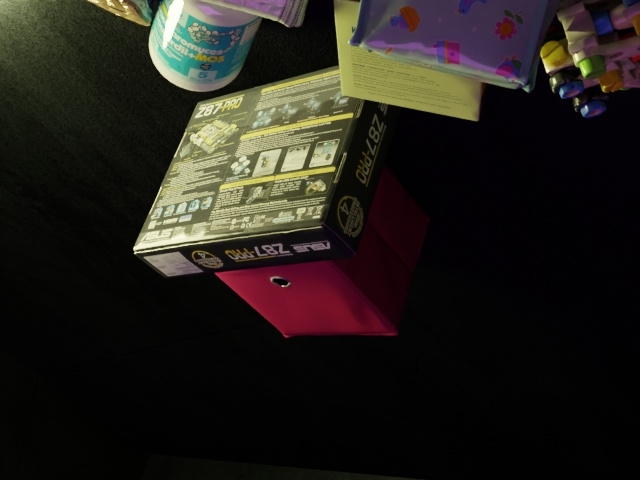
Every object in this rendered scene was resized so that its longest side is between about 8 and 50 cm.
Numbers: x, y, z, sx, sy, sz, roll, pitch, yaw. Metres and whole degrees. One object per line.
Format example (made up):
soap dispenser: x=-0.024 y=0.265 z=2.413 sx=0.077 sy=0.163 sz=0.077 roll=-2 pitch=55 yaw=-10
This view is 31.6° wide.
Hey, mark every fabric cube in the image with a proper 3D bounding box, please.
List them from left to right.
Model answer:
fabric cube: x=0.000 y=0.000 z=1.966 sx=0.254 sy=0.259 sz=0.258 roll=-4 pitch=145 yaw=34

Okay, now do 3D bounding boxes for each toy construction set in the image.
toy construction set: x=0.398 y=-0.240 z=1.429 sx=0.215 sy=0.151 sz=0.327 roll=-23 pitch=147 yaw=24

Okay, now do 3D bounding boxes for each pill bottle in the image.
pill bottle: x=-0.151 y=-0.332 z=1.580 sx=0.146 sy=0.146 sz=0.264 roll=22 pitch=152 yaw=-7

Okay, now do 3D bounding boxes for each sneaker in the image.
sneaker: x=-0.263 y=-0.398 z=1.602 sx=0.099 sy=0.153 sz=0.282 roll=21 pitch=-178 yaw=-10

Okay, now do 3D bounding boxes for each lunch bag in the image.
lunch bag: x=0.171 y=-0.323 z=1.295 sx=0.223 sy=0.262 sz=0.160 roll=14 pitch=-174 yaw=13

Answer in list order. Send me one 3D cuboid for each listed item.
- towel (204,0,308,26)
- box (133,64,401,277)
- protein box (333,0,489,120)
towel: x=-0.136 y=-0.436 z=1.348 sx=0.324 sy=0.056 sz=0.312 roll=18 pitch=126 yaw=-3
box: x=-0.082 y=-0.108 z=1.757 sx=0.394 sy=0.318 sz=0.097 roll=-9 pitch=143 yaw=38
protein box: x=0.134 y=-0.287 z=1.502 sx=0.199 sy=0.136 sz=0.201 roll=12 pitch=152 yaw=12
